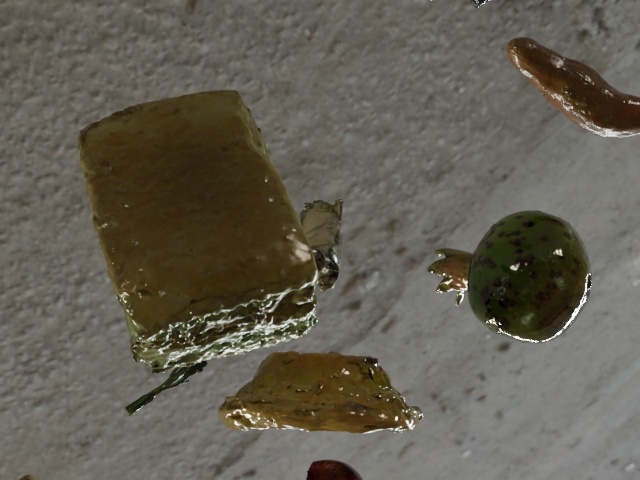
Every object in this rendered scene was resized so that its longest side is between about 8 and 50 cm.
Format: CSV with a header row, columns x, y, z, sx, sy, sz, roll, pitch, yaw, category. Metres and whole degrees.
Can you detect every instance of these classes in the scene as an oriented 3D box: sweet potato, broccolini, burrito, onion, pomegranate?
x,y,z,sx,sy,sz,roll,pitch,yaw,category
0.470,-0.251,1.646,0.355,0.095,0.106,21,125,-11,sweet potato
-0.227,0.205,1.355,0.140,0.030,0.035,-33,107,-6,broccolini
0.002,0.002,1.300,0.058,0.229,0.063,-38,112,21,burrito
0.028,0.429,1.472,0.098,0.206,0.151,-7,133,16,onion
0.326,0.079,1.605,0.286,0.231,0.231,-24,151,32,pomegranate

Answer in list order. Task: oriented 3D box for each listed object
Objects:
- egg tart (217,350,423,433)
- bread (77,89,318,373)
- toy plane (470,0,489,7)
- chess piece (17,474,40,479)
x,y,z,sx,sy,sz,roll,pitch,yaw,category
0.000,0.249,1.510,0.341,0.129,0.341,0,167,0,egg tart
-0.088,-0.016,0.651,0.138,0.196,0.102,-11,152,-13,bread
0.265,-0.388,1.337,0.192,0.262,0.088,-22,103,-13,toy plane
-0.215,0.334,0.871,0.137,0.137,0.301,-40,120,13,chess piece
